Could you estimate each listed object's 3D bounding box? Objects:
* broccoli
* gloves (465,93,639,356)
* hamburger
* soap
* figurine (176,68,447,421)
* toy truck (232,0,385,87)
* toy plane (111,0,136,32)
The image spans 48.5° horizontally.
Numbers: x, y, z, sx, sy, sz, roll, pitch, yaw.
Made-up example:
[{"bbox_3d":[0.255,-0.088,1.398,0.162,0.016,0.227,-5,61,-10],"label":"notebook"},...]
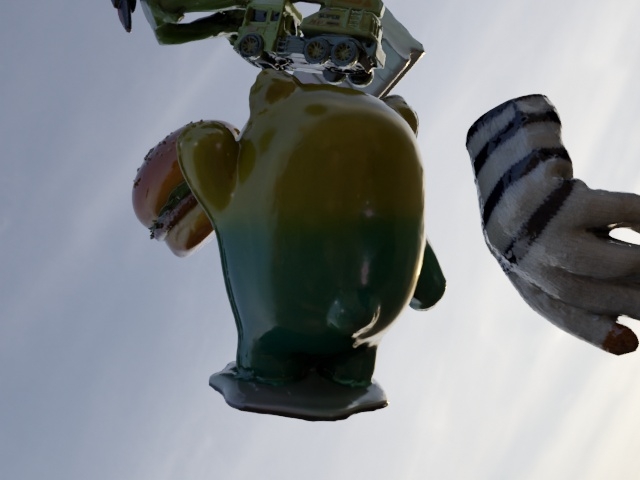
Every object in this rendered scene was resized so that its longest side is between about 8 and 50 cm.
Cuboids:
[{"bbox_3d":[-0.151,-0.388,0.975,0.245,0.265,0.295,-37,-50,-18],"label":"broccoli"},{"bbox_3d":[0.203,-0.005,0.605,0.131,0.219,0.140,-6,-19,-26],"label":"gloves"},{"bbox_3d":[-0.198,-0.099,1.147,0.246,0.170,0.246,-47,3,3],"label":"hamburger"},{"bbox_3d":[0.062,-0.397,1.690,0.115,0.208,0.347,-39,-4,-43],"label":"soap"},{"bbox_3d":[0.000,0.000,0.754,0.323,0.231,0.340,4,-85,-23],"label":"figurine"},{"bbox_3d":[-0.007,-0.235,0.800,0.077,0.168,0.100,22,-100,-67],"label":"toy truck"},{"bbox_3d":[-0.273,-0.353,0.985,0.130,0.189,0.061,9,-51,-34],"label":"toy plane"}]
